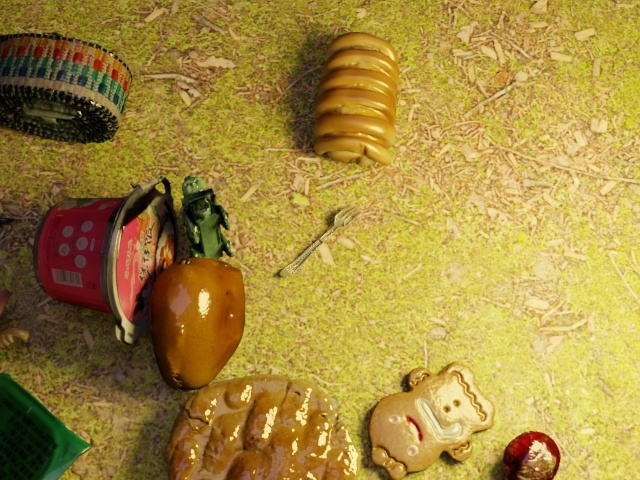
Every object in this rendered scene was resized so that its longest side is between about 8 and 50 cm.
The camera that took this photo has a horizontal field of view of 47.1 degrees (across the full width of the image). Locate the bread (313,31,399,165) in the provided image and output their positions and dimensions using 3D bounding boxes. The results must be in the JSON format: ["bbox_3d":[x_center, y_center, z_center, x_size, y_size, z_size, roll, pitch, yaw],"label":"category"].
[{"bbox_3d":[0.078,-0.306,1.535,0.173,0.121,0.311,6,65,-2],"label":"bread"}]

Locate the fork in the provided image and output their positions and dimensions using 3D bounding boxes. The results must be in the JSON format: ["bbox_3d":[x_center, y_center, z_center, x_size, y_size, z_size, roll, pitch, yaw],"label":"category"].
[{"bbox_3d":[0.001,-0.002,1.447,0.219,0.028,0.034,-40,80,-20],"label":"fork"}]

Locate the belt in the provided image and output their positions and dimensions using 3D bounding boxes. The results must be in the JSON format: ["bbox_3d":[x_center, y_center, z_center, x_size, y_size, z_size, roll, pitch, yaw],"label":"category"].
[{"bbox_3d":[-0.517,-0.305,1.433,0.295,0.207,0.160,6,70,13],"label":"belt"}]

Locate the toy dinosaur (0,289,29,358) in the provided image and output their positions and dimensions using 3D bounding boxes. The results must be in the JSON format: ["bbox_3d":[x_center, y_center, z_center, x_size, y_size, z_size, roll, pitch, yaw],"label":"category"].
[{"bbox_3d":[-0.613,0.131,1.236,0.194,0.177,0.152,-15,63,-40],"label":"toy dinosaur"}]

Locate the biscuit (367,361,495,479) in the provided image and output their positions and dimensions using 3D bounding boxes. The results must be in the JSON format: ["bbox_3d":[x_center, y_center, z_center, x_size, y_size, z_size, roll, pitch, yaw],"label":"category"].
[{"bbox_3d":[0.192,0.323,1.324,0.249,0.035,0.184,-24,71,-14],"label":"biscuit"}]

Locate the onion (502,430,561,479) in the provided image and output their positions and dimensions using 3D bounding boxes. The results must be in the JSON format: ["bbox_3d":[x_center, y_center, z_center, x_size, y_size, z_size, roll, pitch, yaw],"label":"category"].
[{"bbox_3d":[0.367,0.385,1.288,0.107,0.097,0.107,-7,108,-23],"label":"onion"}]

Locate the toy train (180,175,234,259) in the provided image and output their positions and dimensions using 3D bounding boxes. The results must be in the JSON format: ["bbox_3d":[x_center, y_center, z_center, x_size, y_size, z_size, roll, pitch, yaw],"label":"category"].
[{"bbox_3d":[-0.218,-0.036,1.349,0.083,0.200,0.132,-20,65,-15],"label":"toy train"}]

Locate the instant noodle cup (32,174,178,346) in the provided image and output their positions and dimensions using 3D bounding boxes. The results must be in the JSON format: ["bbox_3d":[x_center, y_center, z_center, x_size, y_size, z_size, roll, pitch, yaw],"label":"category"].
[{"bbox_3d":[-0.384,0.023,1.296,0.182,0.258,0.302,6,62,12],"label":"instant noodle cup"}]

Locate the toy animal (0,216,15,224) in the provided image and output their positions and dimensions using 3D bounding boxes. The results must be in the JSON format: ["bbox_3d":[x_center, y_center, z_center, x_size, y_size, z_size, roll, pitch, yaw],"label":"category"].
[{"bbox_3d":[-0.672,-0.033,1.342,0.197,0.160,0.272,-4,74,-9],"label":"toy animal"}]

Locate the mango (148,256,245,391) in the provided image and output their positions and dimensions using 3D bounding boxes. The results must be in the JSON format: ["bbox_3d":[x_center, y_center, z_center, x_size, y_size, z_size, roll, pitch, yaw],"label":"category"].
[{"bbox_3d":[-0.231,0.148,1.293,0.136,0.166,0.235,-2,93,28],"label":"mango"}]

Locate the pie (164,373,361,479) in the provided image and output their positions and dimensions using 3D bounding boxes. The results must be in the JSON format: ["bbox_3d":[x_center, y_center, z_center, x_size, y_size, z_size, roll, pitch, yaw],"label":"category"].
[{"bbox_3d":[-0.098,0.384,1.248,0.340,0.083,0.339,3,66,-7],"label":"pie"}]

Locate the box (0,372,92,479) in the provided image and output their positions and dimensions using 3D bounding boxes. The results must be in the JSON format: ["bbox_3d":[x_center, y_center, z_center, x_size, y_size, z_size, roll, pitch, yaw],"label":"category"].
[{"bbox_3d":[-0.543,0.402,1.156,0.264,0.106,0.336,27,66,30],"label":"box"}]
